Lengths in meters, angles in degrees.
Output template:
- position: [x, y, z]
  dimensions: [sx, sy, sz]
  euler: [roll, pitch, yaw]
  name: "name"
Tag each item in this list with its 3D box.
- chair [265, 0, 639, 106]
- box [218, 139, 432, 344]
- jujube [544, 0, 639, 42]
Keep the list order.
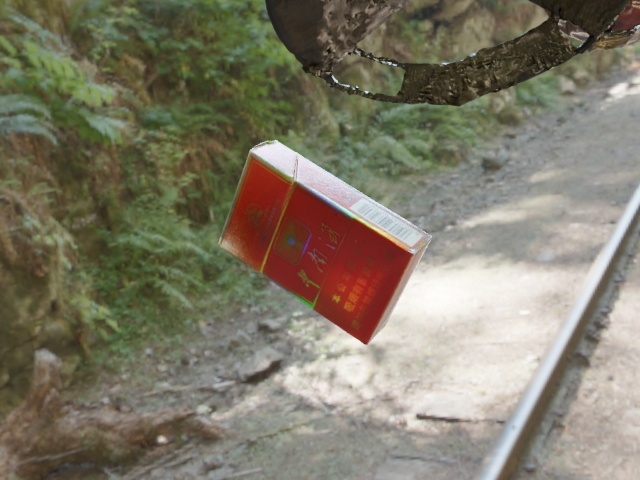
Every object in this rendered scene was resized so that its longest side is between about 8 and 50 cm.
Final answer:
- position: [0.088, -0.149, 0.369]
  dimensions: [0.149, 0.174, 0.213]
  euler: [38, 74, 22]
  name: "chair"
- position: [-0.001, 0.000, 0.702]
  dimensions: [0.175, 0.112, 0.048]
  euler: [32, 34, 15]
  name: "box"
- position: [0.429, -0.348, 1.052]
  dimensions: [0.250, 0.174, 0.174]
  euler: [-2, 13, -10]
  name: "jujube"
